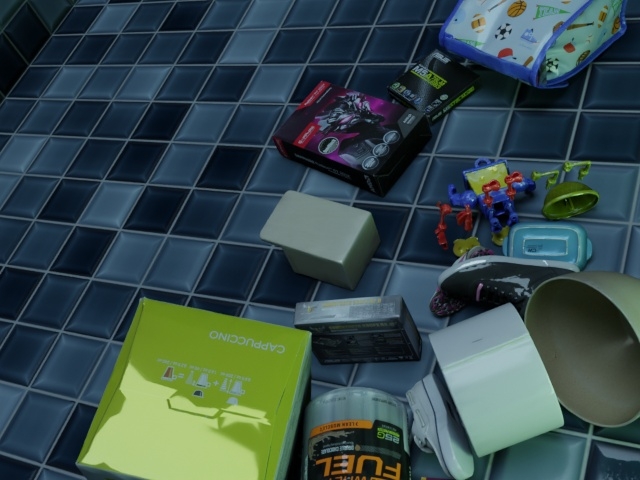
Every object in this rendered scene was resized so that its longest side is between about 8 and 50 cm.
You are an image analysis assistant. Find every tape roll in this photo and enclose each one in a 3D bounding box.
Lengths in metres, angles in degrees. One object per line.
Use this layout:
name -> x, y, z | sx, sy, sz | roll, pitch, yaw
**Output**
tape roll -> 0.322, 0.258, 1.501 | 0.169, 0.246, 0.246 | -23, 48, 6

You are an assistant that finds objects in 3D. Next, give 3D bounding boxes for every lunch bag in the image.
lunch bag -> 0.540, -0.554, 2.061 | 0.385, 0.239, 0.328 | -40, 50, -20

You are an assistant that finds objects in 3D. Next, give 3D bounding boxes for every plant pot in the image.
plant pot -> 0.545, 0.174, 1.483 | 0.191, 0.284, 0.284 | -18, 43, -27

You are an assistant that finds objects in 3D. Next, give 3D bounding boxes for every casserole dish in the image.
casserole dish -> 0.482, 0.015, 1.727 | 0.188, 0.037, 0.114 | 1, 86, 22

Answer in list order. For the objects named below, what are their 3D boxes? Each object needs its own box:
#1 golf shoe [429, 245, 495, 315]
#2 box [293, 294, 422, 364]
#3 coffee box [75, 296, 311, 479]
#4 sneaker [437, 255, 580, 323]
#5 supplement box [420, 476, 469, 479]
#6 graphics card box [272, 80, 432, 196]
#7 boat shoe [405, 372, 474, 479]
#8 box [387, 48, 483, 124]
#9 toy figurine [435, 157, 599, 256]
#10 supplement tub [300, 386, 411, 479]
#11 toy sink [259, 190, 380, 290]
golf shoe -> 0.305, 0.090, 1.772 | 0.186, 0.067, 0.086 | -46, 12, -4
box -> 0.081, 0.192, 1.698 | 0.231, 0.183, 0.056 | -6, 51, 20
coffee box -> -0.212, 0.355, 1.535 | 0.337, 0.334, 0.338 | 11, 56, 7
sneaker -> 0.390, 0.118, 1.647 | 0.295, 0.105, 0.147 | 0, 50, 3
supplement box -> 0.273, 0.491, 1.445 | 0.188, 0.081, 0.104 | -3, 53, 21
graphics card box -> 0.078, -0.276, 2.131 | 0.371, 0.094, 0.233 | 27, 67, 36
boat shoe -> 0.216, 0.361, 1.540 | 0.088, 0.096, 0.267 | -35, 31, 13
box -> 0.306, -0.415, 2.175 | 0.184, 0.045, 0.191 | -39, 49, -6
toy figurine -> 0.412, -0.137, 1.822 | 0.362, 0.191, 0.217 | -18, 44, 8
supplement tub -> 0.064, 0.459, 1.477 | 0.207, 0.207, 0.338 | -11, 51, 15
toy sink -> 0.000, 0.000, 1.921 | 0.234, 0.131, 0.153 | 16, 61, 27
